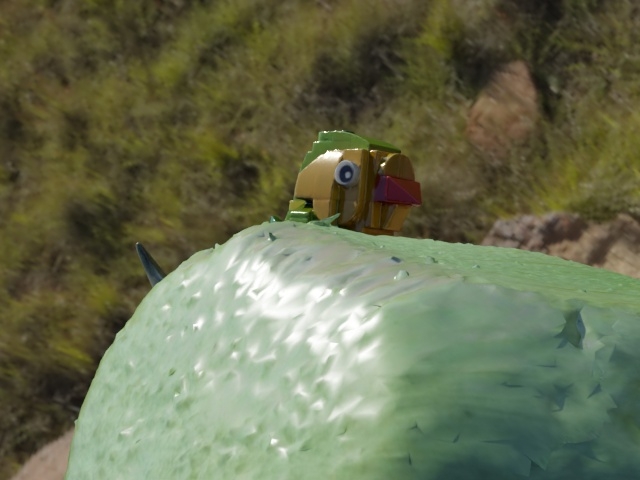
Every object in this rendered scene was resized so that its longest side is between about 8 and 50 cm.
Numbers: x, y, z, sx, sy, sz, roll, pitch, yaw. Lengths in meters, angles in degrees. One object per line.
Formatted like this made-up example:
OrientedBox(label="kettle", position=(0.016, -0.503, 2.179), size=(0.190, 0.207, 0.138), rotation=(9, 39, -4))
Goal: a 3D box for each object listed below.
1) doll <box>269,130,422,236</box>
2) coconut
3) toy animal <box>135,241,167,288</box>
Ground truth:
OrientedBox(label="doll", position=(0.005, 0.004, 0.938), size=(0.134, 0.106, 0.186), rotation=(41, 112, 39))
OrientedBox(label="coconut", position=(0.063, 0.140, 0.492), size=(0.328, 0.328, 0.281), rotation=(-14, 50, 38))
OrientedBox(label="toy animal", position=(-0.051, 0.051, 0.712), size=(0.155, 0.219, 0.095), rotation=(57, 149, 5))
